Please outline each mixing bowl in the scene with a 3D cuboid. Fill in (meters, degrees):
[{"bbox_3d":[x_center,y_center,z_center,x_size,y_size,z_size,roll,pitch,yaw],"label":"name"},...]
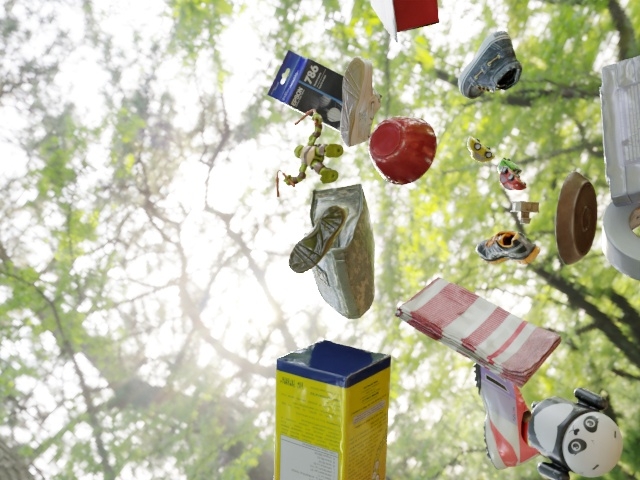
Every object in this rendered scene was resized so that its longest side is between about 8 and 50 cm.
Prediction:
[{"bbox_3d":[0.187,-0.238,1.946,0.098,0.181,0.181,20,-81,-51],"label":"mixing bowl"}]

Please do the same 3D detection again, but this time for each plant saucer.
[{"bbox_3d":[0.460,-0.039,1.394,0.168,0.029,0.168,-10,-78,-54],"label":"plant saucer"}]

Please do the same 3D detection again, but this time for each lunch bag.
[{"bbox_3d":[0.054,0.032,2.016,0.287,0.169,0.235,-86,-14,-53],"label":"lunch bag"}]

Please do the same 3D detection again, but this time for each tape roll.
[{"bbox_3d":[0.710,-0.016,1.656,0.219,0.219,0.072,-50,-34,-25],"label":"tape roll"}]

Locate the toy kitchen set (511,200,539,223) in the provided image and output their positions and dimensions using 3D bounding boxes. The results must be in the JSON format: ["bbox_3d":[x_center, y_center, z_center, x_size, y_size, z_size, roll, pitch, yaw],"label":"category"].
[{"bbox_3d":[0.625,-0.084,2.355,0.075,0.083,0.068,-171,83,-81],"label":"toy kitchen set"}]

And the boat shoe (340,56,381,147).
[{"bbox_3d":[0.116,-0.374,2.095,0.096,0.098,0.277,-13,-38,-18],"label":"boat shoe"}]

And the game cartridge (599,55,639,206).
[{"bbox_3d":[0.720,-0.251,1.672,0.068,0.230,0.355,34,-127,-41],"label":"game cartridge"}]

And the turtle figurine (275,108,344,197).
[{"bbox_3d":[-0.023,-0.219,2.164,0.087,0.217,0.269,22,-85,-34],"label":"turtle figurine"}]

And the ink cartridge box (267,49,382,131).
[{"bbox_3d":[0.012,-0.458,2.481,0.065,0.333,0.165,-111,46,-79],"label":"ink cartridge box"}]

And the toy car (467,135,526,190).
[{"bbox_3d":[0.559,-0.221,2.414,0.053,0.239,0.225,-51,-25,21],"label":"toy car"}]

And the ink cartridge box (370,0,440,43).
[{"bbox_3d":[0.182,-0.645,1.780,0.130,0.272,0.309,-14,-51,-1],"label":"ink cartridge box"}]

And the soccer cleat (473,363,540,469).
[{"bbox_3d":[0.443,0.383,1.876,0.108,0.116,0.318,44,-145,-45],"label":"soccer cleat"}]

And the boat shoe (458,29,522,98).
[{"bbox_3d":[0.309,-0.295,1.440,0.065,0.083,0.183,-12,-21,-14],"label":"boat shoe"}]

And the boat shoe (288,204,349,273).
[{"bbox_3d":[-0.001,-0.002,1.426,0.153,0.056,0.048,-56,-14,17],"label":"boat shoe"}]

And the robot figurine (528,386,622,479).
[{"bbox_3d":[0.653,0.507,2.050,0.174,0.278,0.209,-10,-82,-20],"label":"robot figurine"}]

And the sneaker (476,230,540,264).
[{"bbox_3d":[0.487,0.010,2.084,0.083,0.215,0.084,44,-111,-21],"label":"sneaker"}]

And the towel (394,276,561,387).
[{"bbox_3d":[0.360,0.193,1.784,0.237,0.329,0.037,-28,-41,-51],"label":"towel"}]

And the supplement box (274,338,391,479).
[{"bbox_3d":[0.027,0.431,1.779,0.195,0.194,0.356,-12,-72,-54],"label":"supplement box"}]
